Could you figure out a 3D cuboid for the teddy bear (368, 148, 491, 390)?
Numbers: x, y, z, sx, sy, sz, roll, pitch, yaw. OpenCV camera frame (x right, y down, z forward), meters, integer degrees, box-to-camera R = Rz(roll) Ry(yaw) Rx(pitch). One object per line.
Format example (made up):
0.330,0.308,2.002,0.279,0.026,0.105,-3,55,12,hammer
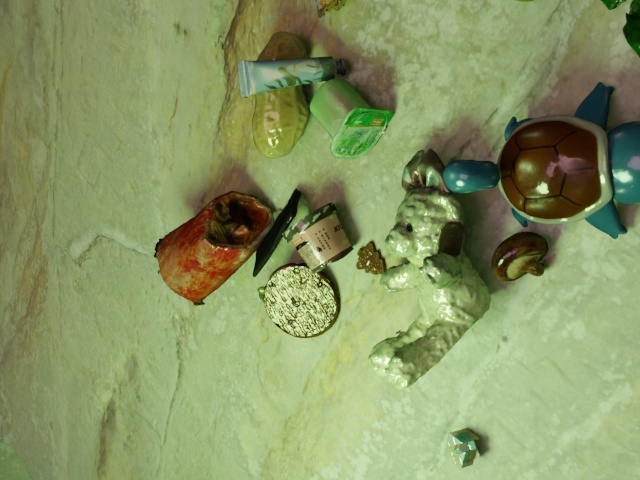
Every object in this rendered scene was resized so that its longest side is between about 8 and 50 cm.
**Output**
0.184,0.055,1.588,0.362,0.375,0.327,54,171,-8,teddy bear

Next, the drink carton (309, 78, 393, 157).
0.057,-0.292,1.725,0.142,0.146,0.144,53,127,28,drink carton

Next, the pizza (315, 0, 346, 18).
0.071,-0.666,1.664,0.251,0.074,0.288,2,107,38,pizza

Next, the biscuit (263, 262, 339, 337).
-0.049,0.158,1.934,0.212,0.036,0.212,4,108,13,biscuit

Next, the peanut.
-0.101,-0.361,1.840,0.149,0.149,0.313,8,100,39,peanut

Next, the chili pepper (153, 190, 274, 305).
-0.300,0.001,2.010,0.229,0.251,0.305,49,130,3,chili pepper

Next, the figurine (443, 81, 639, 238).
0.452,-0.147,1.397,0.416,0.243,0.298,-3,89,20,figurine

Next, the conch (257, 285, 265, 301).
-0.110,0.145,1.998,0.121,0.074,0.089,-5,99,1,conch

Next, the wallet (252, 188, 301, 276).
-0.117,-0.016,1.949,0.025,0.124,0.244,26,125,-14,wallet

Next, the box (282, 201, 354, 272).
0.000,0.000,1.831,0.151,0.151,0.135,-34,86,39,box

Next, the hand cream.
-0.068,-0.397,1.756,0.255,0.055,0.088,-7,98,-2,hand cream

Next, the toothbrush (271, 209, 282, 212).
-0.141,-0.077,2.018,0.097,0.008,0.006,-5,83,41,toothbrush

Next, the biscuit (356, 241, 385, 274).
0.128,0.051,1.817,0.092,0.016,0.082,37,116,27,biscuit

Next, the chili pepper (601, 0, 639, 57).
0.568,-0.404,1.305,0.099,0.083,0.253,-46,66,46,chili pepper

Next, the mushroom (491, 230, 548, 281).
0.410,0.036,1.514,0.127,0.127,0.087,-57,47,33,mushroom

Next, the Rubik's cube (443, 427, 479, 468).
0.335,0.487,1.703,0.073,0.075,0.084,29,133,50,Rubik's cube
